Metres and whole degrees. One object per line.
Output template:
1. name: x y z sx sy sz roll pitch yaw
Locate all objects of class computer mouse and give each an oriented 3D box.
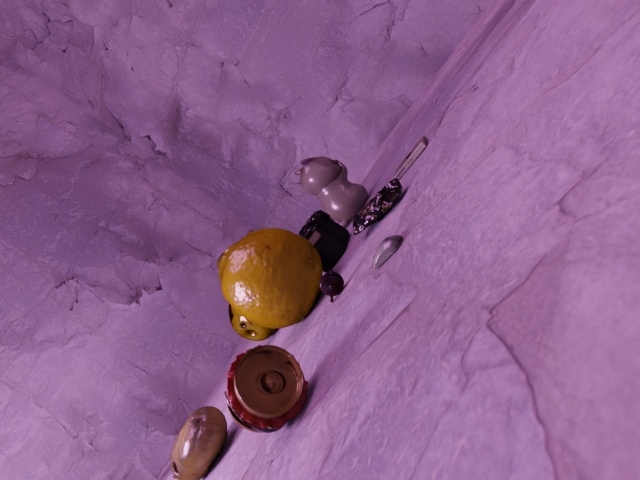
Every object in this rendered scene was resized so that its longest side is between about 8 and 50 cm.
1. computer mouse: 0.144 0.024 0.999 0.110 0.032 0.056 -52 5 37

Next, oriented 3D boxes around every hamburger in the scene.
1. hamburger: -0.116 0.312 0.883 0.175 0.175 0.137 -60 -6 -48

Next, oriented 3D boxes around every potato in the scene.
1. potato: -0.380 0.638 1.343 0.296 0.141 0.192 -51 22 32

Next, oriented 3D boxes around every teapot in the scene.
1. teapot: 0.032 0.129 1.215 0.045 0.067 0.101 -76 -14 -72

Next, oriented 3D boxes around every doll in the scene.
1. doll: 0.063 -0.242 2.045 0.226 0.370 0.215 -37 3 -12

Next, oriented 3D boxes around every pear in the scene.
1. pear: -0.296 0.323 1.986 0.284 0.283 0.283 -54 5 6

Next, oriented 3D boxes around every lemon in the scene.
1. lemon: -0.174 0.125 1.500 0.350 0.386 0.350 -165 90 -86

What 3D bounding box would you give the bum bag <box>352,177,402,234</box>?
1. bum bag: 0.171 -0.096 1.358 0.248 0.069 0.102 -47 33 46

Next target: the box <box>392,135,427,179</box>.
1. box: 0.315 -0.287 1.527 0.167 0.024 0.090 -53 4 32

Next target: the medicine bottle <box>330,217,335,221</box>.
1. medicine bottle: -0.005 -0.039 2.475 0.114 0.114 0.252 -58 6 -33

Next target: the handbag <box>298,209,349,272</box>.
1. handbag: 0.000 0.000 1.725 0.181 0.181 0.254 -52 4 24
